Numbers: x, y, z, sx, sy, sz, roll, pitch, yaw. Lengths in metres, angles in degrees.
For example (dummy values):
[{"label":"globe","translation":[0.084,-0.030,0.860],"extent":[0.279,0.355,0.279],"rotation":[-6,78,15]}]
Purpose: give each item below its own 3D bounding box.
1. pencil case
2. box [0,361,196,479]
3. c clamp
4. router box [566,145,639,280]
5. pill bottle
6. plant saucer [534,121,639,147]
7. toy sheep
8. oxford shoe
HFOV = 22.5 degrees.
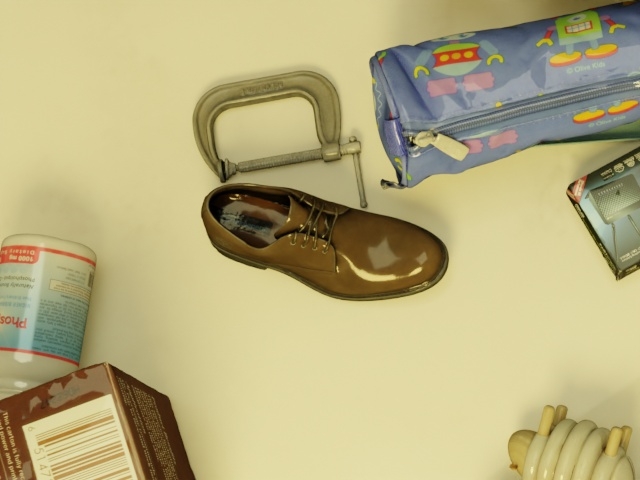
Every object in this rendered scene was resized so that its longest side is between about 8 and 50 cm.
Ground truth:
[{"label":"pencil case","translation":[0.190,-0.131,1.383],"extent":[0.306,0.133,0.119],"rotation":[-12,117,4]},{"label":"box","translation":[-0.202,0.218,1.336],"extent":[0.167,0.203,0.168],"rotation":[-21,73,3]},{"label":"c clamp","translation":[-0.040,-0.092,1.485],"extent":[0.161,0.022,0.137],"rotation":[-4,75,7]},{"label":"router box","translation":[0.291,-0.034,1.411],"extent":[0.122,0.038,0.092],"rotation":[-29,74,1]},{"label":"pill bottle","translation":[-0.255,0.080,1.440],"extent":[0.087,0.087,0.160],"rotation":[5,76,10]},{"label":"plant saucer","translation":[0.202,-0.115,1.457],"extent":[0.192,0.018,0.067],"rotation":[-4,75,9]},{"label":"toy sheep","translation":[0.217,0.189,1.340],"extent":[0.132,0.091,0.091],"rotation":[16,78,29]},{"label":"oxford shoe","translation":[0.000,0.000,1.419],"extent":[0.227,0.096,0.083],"rotation":[9,76,9]}]
